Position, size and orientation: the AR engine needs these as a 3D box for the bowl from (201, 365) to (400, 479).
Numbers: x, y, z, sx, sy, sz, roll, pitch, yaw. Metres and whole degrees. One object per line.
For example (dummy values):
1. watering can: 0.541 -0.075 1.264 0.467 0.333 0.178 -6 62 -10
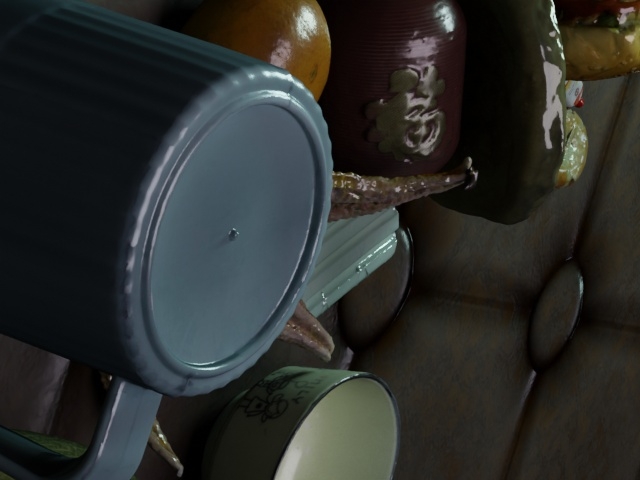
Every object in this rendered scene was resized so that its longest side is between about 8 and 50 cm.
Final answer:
1. bowl: -0.035 0.228 1.997 0.238 0.126 0.238 -35 134 -46

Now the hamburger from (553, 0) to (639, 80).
1. hamburger: 0.305 -0.258 2.186 0.244 0.244 0.163 -10 104 -56

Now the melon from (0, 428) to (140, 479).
1. melon: -0.247 0.268 1.568 0.301 0.237 0.237 25 84 -56

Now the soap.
1. soap: 0.000 0.000 1.987 0.198 0.066 0.119 -37 137 -44

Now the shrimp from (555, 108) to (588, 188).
1. shrimp: 0.284 -0.107 2.415 0.180 0.041 0.099 -16 118 -54

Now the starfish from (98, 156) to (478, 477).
1. starfish: -0.069 0.013 1.757 0.384 0.132 0.398 5 120 -35

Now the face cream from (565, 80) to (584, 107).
1. face cream: 0.306 -0.186 2.427 0.040 0.021 0.083 -64 149 -10

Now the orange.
1. orange: -0.061 -0.160 1.748 0.156 0.124 0.156 17 90 -71

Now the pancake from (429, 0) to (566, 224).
1. pancake: 0.145 -0.153 1.949 0.049 0.294 0.294 -14 120 -33

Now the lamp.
1. lamp: 0.048 -0.157 1.881 0.180 0.180 0.258 -33 131 -47

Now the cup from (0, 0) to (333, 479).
1. cup: -0.196 -0.020 1.418 0.331 0.311 0.257 -56 146 -25
